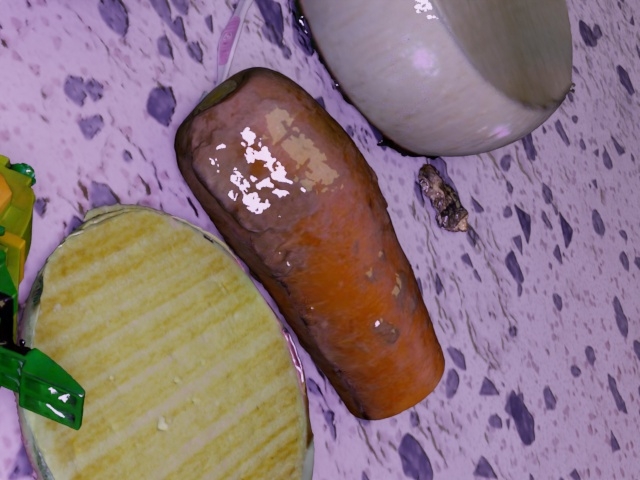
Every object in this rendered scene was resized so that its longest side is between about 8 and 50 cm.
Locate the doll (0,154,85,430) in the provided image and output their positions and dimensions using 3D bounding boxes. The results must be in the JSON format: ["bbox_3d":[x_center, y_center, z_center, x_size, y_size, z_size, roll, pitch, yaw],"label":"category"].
[{"bbox_3d":[-0.212,0.024,0.785,0.134,0.106,0.186,-2,52,-13],"label":"doll"}]

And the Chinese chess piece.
[{"bbox_3d":[0.116,-0.255,1.349,0.349,0.146,0.349,29,52,-44],"label":"Chinese chess piece"}]

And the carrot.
[{"bbox_3d":[0.000,0.000,1.082,0.302,0.138,0.139,56,37,-26],"label":"carrot"}]

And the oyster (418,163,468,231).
[{"bbox_3d":[0.129,-0.042,1.374,0.083,0.019,0.054,60,36,-16],"label":"oyster"}]

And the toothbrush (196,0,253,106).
[{"bbox_3d":[-0.076,-0.174,1.158,0.022,0.017,0.204,66,30,-43],"label":"toothbrush"}]

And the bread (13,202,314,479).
[{"bbox_3d":[-0.109,0.116,0.950,0.301,0.045,0.301,33,47,-44],"label":"bread"}]
